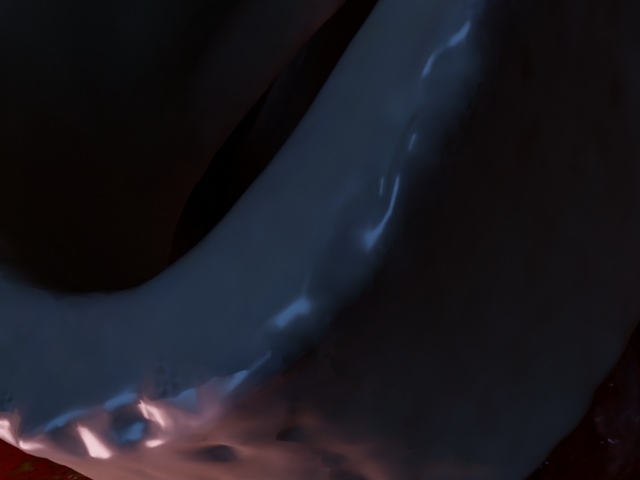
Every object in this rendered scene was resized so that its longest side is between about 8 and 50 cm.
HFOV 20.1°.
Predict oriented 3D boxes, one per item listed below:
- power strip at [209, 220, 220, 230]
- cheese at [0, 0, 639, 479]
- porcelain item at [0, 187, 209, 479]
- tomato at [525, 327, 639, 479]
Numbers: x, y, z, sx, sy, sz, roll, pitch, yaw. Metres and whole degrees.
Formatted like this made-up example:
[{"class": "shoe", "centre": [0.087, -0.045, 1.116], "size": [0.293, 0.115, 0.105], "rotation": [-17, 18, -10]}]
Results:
[{"class": "power strip", "centre": [0.000, 0.000, 0.852], "size": [0.136, 0.019, 0.051], "rotation": [-15, 87, 43]}, {"class": "cheese", "centre": [-0.005, -0.061, 0.656], "size": [0.292, 0.153, 0.332], "rotation": [35, 89, 45]}, {"class": "porcelain item", "centre": [-0.180, 0.018, 0.875], "size": [0.253, 0.253, 0.253], "rotation": [10, 106, 40]}, {"class": "tomato", "centre": [0.033, 0.093, 0.764], "size": [0.200, 0.139, 0.233], "rotation": [42, 90, 22]}]
